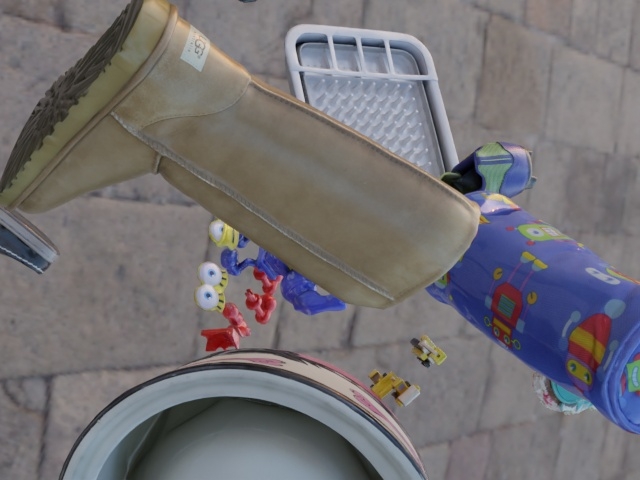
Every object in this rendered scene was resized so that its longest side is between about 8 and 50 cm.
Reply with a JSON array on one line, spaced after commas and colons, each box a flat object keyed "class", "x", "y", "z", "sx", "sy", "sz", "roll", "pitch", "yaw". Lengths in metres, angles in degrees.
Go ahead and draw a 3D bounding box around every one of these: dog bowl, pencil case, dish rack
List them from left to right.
[{"class": "dog bowl", "x": -0.063, "y": 0.295, "z": 1.242, "sx": 0.150, "sy": 0.408, "sz": 0.408, "roll": -59, "pitch": 149, "yaw": -72}, {"class": "dish rack", "x": 0.077, "y": -0.190, "z": 1.951, "sx": 0.286, "sy": 0.072, "sz": 0.332, "roll": 0, "pitch": 66, "yaw": -29}, {"class": "pencil case", "x": 0.213, "y": 0.055, "z": 1.044, "sx": 0.133, "sy": 0.306, "sz": 0.119, "roll": -7, "pitch": 114, "yaw": -27}]

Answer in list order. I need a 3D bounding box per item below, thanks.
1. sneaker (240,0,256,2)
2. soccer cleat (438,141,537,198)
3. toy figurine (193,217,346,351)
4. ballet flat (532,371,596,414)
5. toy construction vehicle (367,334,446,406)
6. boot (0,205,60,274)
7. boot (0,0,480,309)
[{"class": "sneaker", "x": -0.128, "y": -0.436, "z": 1.853, "sx": 0.293, "sy": 0.102, "sz": 0.146, "roll": 89, "pitch": -14, "yaw": -88}, {"class": "soccer cleat", "x": 0.199, "y": -0.069, "z": 1.741, "sx": 0.121, "sy": 0.289, "sz": 0.093, "roll": 1, "pitch": 70, "yaw": -25}, {"class": "toy figurine", "x": 0.000, "y": 0.000, "z": 1.478, "sx": 0.191, "sy": 0.217, "sz": 0.362, "roll": 66, "pitch": 27, "yaw": -47}, {"class": "ballet flat", "x": 0.338, "y": 0.130, "z": 1.300, "sx": 0.241, "sy": 0.077, "sz": 0.091, "roll": -10, "pitch": 84, "yaw": -13}, {"class": "toy construction vehicle", "x": 0.091, "y": 0.138, "z": 1.279, "sx": 0.086, "sy": 0.098, "sz": 0.035, "roll": -40, "pitch": 102, "yaw": -4}, {"class": "boot", "x": -0.605, "y": 0.027, "z": 1.735, "sx": 0.284, "sy": 0.377, "sz": 0.138, "roll": -61, "pitch": -175, "yaw": -7}, {"class": "boot", "x": -0.066, "y": -0.026, "z": 0.823, "sx": 0.269, "sy": 0.236, "sz": 0.089, "roll": 32, "pitch": 51, "yaw": -23}]
